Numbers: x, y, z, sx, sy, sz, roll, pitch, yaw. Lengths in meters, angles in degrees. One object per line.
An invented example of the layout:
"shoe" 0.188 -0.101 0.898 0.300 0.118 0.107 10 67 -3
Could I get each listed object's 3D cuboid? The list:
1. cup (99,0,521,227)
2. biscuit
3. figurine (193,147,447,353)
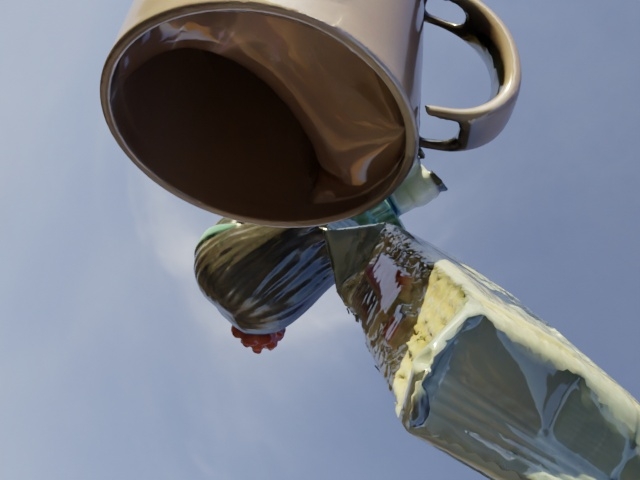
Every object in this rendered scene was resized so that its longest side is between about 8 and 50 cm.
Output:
"cup" 0.007 -0.139 0.530 0.191 0.252 0.200 95 5 -55
"biscuit" 0.096 0.067 0.476 0.079 0.186 0.309 -54 -167 4
"figurine" 0.000 0.000 0.731 0.245 0.138 0.110 -33 -159 6
